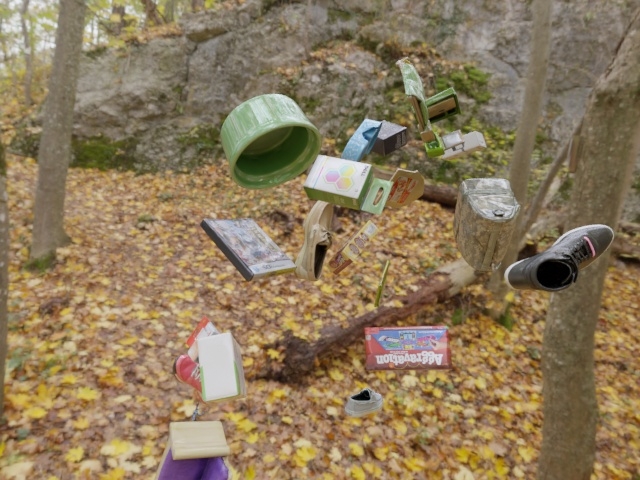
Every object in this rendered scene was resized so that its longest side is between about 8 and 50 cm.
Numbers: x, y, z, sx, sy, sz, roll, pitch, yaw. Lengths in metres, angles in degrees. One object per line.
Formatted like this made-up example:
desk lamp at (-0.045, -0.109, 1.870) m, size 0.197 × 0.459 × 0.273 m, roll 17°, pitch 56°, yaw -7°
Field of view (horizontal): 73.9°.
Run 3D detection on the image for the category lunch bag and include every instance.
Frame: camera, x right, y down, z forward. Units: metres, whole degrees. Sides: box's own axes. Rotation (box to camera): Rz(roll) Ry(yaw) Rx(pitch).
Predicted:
lunch bag at (0.648, -0.056, 1.669) m, size 0.213 × 0.305 × 0.255 m, roll 2°, pitch 43°, yaw 8°

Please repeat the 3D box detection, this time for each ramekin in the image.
ramekin at (-0.162, -0.309, 1.330) m, size 0.304 × 0.148 × 0.303 m, roll -24°, pitch -21°, yaw -10°

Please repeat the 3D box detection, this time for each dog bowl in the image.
dog bowl at (0.174, -0.415, 1.843) m, size 0.074 × 0.297 × 0.165 m, roll 29°, pitch -35°, yaw 8°

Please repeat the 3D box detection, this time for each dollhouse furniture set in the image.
dollhouse furniture set at (0.369, -0.444, 1.370) m, size 0.152 × 0.197 × 0.301 m, roll -19°, pitch -36°, yaw 18°

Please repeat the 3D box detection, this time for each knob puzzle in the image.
knob puzzle at (0.337, -0.209, 1.723) m, size 0.213 × 0.213 × 0.030 m, roll 9°, pitch 39°, yaw -33°

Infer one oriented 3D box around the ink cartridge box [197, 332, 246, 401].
ink cartridge box at (-0.332, 0.443, 1.454) m, size 0.115 × 0.198 × 0.272 m, roll -10°, pitch -21°, yaw -8°

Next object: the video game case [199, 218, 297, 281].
video game case at (-0.242, 0.022, 1.465) m, size 0.275 × 0.035 × 0.248 m, roll 46°, pitch 24°, yaw 21°

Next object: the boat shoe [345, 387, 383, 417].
boat shoe at (0.182, 0.625, 1.667) m, size 0.079 × 0.081 × 0.228 m, roll 17°, pitch 8°, yaw 39°

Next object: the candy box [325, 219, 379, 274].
candy box at (0.106, 0.022, 1.380) m, size 0.053 × 0.186 × 0.109 m, roll 44°, pitch -41°, yaw -2°

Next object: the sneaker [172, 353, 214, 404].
sneaker at (-0.495, 0.589, 1.816) m, size 0.136 × 0.115 × 0.313 m, roll -10°, pitch -53°, yaw 32°

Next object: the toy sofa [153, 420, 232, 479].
toy sofa at (-0.377, 0.691, 1.165) m, size 0.150 × 0.362 × 0.177 m, roll 14°, pitch 19°, yaw -29°

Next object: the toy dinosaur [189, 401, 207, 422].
toy dinosaur at (-0.479, 0.657, 1.616) m, size 0.090 × 0.047 × 0.082 m, roll -18°, pitch 32°, yaw -16°

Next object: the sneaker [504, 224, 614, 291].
sneaker at (0.623, 0.049, 1.052) m, size 0.296 × 0.104 × 0.147 m, roll -27°, pitch 1°, yaw 0°

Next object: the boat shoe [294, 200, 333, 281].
boat shoe at (0.000, 0.000, 1.712) m, size 0.110 × 0.340 × 0.122 m, roll 9°, pitch -9°, yaw 39°

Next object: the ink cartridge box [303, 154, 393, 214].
ink cartridge box at (0.073, -0.148, 1.116) m, size 0.210 × 0.108 × 0.062 m, roll 16°, pitch -23°, yaw 19°

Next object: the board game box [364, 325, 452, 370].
board game box at (0.294, 0.365, 1.439) m, size 0.282 × 0.144 × 0.027 m, roll -3°, pitch -21°, yaw 6°

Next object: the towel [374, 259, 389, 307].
towel at (0.256, 0.173, 1.735) m, size 0.021 × 0.102 × 0.237 m, roll 14°, pitch 26°, yaw 12°

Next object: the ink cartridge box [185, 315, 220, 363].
ink cartridge box at (-0.498, 0.400, 1.753) m, size 0.179 × 0.145 × 0.045 m, roll 28°, pitch -8°, yaw 48°

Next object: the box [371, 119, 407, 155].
box at (0.309, -0.498, 2.064) m, size 0.158 × 0.093 × 0.156 m, roll -31°, pitch 43°, yaw -25°

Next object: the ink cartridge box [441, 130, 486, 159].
ink cartridge box at (0.565, -0.374, 1.686) m, size 0.151 × 0.063 × 0.109 m, roll -17°, pitch -3°, yaw 35°
